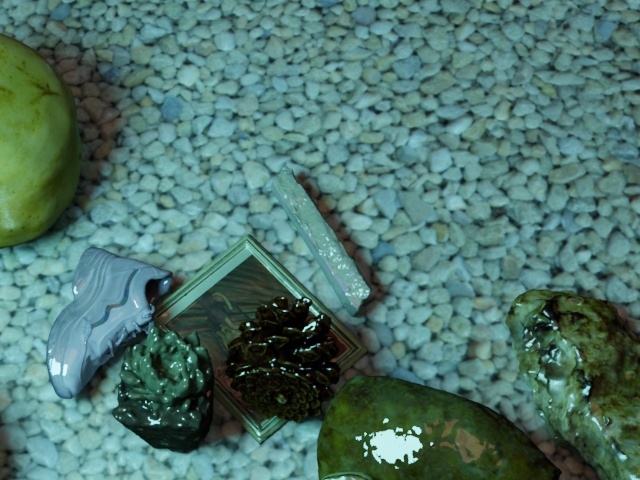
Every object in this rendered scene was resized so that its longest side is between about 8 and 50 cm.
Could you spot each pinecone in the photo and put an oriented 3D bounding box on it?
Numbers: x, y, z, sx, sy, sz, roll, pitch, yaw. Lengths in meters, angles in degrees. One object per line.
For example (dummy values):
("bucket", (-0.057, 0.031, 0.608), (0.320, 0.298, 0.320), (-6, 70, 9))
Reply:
("pinecone", (-0.047, 0.153, 1.710), (0.163, 0.163, 0.165), (8, 47, 6))

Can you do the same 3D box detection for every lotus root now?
("lotus root", (0.144, 0.313, 1.618), (0.314, 0.210, 0.142), (16, 38, 24))

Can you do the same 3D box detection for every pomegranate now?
("pomegranate", (-0.514, -0.150, 1.837), (0.333, 0.332, 0.332), (-1, 61, 1))

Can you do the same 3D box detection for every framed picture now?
("framed picture", (-0.098, 0.135, 1.815), (0.216, 0.016, 0.273), (-40, 67, -19))

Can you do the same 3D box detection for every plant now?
("plant", (-0.210, 0.205, 1.678), (0.132, 0.194, 0.129), (1, 57, 1))

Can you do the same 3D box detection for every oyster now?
("oyster", (0.414, 0.217, 1.709), (0.204, 0.111, 0.396), (-17, 58, -11))

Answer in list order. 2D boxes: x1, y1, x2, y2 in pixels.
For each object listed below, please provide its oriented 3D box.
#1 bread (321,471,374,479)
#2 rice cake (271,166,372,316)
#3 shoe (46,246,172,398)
("bread", (-0.018, 0.427, 1.585), (0.207, 0.056, 0.286), (11, 88, 15))
("rice cake", (0.001, 0.000, 1.867), (0.049, 0.055, 0.270), (-31, 65, -3))
("shoe", (-0.304, 0.122, 1.778), (0.138, 0.095, 0.245), (5, 55, 13))
